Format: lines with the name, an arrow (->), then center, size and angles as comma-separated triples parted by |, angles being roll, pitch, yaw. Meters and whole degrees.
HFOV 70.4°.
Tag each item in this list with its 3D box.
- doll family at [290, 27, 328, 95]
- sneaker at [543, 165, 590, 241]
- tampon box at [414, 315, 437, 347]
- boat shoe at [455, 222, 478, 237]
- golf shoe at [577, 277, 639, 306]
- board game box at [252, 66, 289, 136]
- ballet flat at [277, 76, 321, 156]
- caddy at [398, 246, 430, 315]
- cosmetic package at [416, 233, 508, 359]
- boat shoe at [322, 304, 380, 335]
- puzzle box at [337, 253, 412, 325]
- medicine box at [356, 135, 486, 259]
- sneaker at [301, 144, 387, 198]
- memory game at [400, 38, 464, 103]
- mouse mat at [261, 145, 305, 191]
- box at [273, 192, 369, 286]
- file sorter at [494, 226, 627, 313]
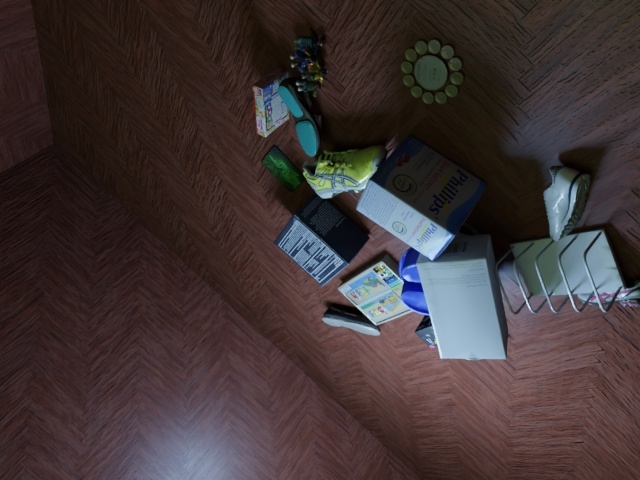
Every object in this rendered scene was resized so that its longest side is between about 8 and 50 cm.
doll family -> -0.028, -0.557, 1.423 | 0.111, 0.076, 0.192 | 15, 136, 41
sneaker -> 0.663, -0.100, 1.250 | 0.095, 0.090, 0.235 | 34, 146, 38
tampon box -> 0.481, 0.335, 1.835 | 0.101, 0.161, 0.120 | 43, 147, -2
boat shoe -> 0.386, -0.075, 1.526 | 0.302, 0.109, 0.098 | 33, 140, 3
golf shoe -> 0.861, 0.150, 1.347 | 0.186, 0.068, 0.085 | -10, 94, 51
board game box -> -0.168, -0.480, 1.581 | 0.045, 0.146, 0.193 | 28, 143, 20
ballet flat -> -0.048, -0.431, 1.561 | 0.095, 0.096, 0.280 | 9, 135, 42
caddy -> 0.444, 0.138, 1.634 | 0.342, 0.179, 0.241 | 9, 121, 20
cosmetic package -> 0.461, 0.188, 1.451 | 0.217, 0.156, 0.384 | -5, 117, 27
boat shoe -> 0.160, 0.395, 2.297 | 0.335, 0.095, 0.112 | 7, 149, 35
puzzle box -> 0.272, 0.234, 2.030 | 0.272, 0.052, 0.409 | 43, 146, -3
medicine box -> 0.308, -0.135, 1.386 | 0.289, 0.263, 0.149 | 35, 146, 10
sneaker -> 0.070, -0.249, 1.581 | 0.147, 0.145, 0.385 | 37, 149, -26
memory game -> 0.305, -0.461, 1.249 | 0.186, 0.012, 0.186 | 27, 144, 21
mouse mat -> -0.157, -0.297, 1.903 | 0.189, 0.007, 0.153 | 45, 146, -7
box -> 0.000, 0.000, 1.920 | 0.294, 0.182, 0.296 | 43, 148, 0
file sorter -> 0.686, 0.103, 1.326 | 0.278, 0.173, 0.192 | -14, 103, 52
